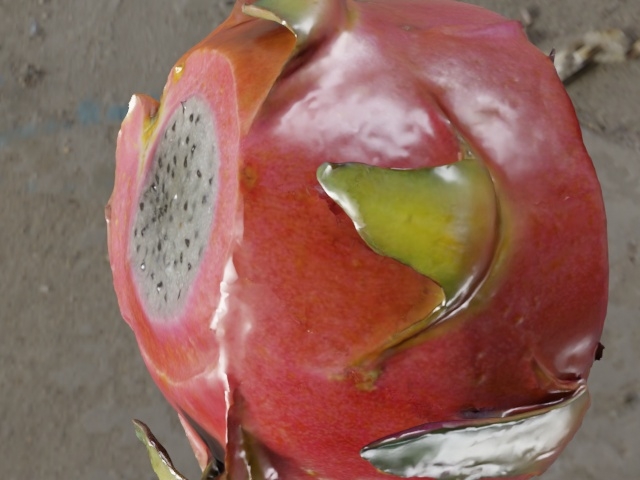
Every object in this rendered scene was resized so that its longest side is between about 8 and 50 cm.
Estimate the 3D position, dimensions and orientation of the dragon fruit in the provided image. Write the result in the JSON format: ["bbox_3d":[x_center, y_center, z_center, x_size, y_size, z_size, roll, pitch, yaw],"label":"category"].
[{"bbox_3d":[0.000,0.000,0.764,0.189,0.290,0.291,-2,122,-30],"label":"dragon fruit"}]
